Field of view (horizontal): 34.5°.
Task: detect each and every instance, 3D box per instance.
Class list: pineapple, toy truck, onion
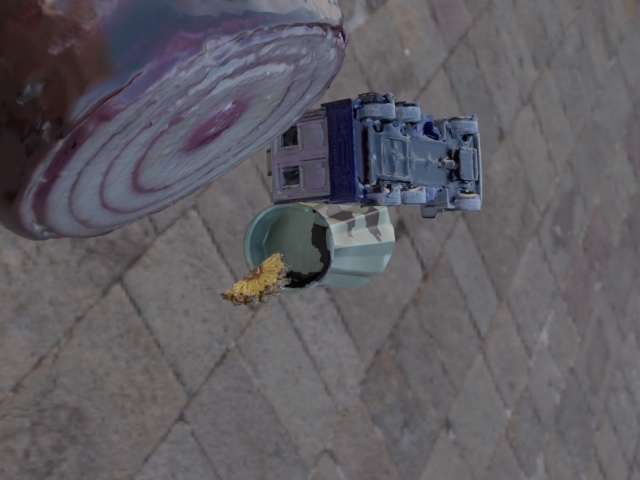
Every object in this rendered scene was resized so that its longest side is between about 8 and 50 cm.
[{"bbox_3d":[-0.061,0.046,1.098,0.083,0.045,0.019,-38,134,-25],"label":"pineapple"},{"bbox_3d":[0.073,-0.092,1.213,0.268,0.155,0.125,2,86,-52],"label":"toy truck"},{"bbox_3d":[-0.159,-0.163,0.747,0.260,0.282,0.336,51,37,11],"label":"onion"}]

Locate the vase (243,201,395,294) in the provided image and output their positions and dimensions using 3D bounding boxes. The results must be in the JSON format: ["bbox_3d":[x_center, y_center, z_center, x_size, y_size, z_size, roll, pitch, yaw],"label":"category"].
[{"bbox_3d":[0.000,0.000,1.411,0.360,0.165,0.165,-10,91,-76],"label":"vase"}]
